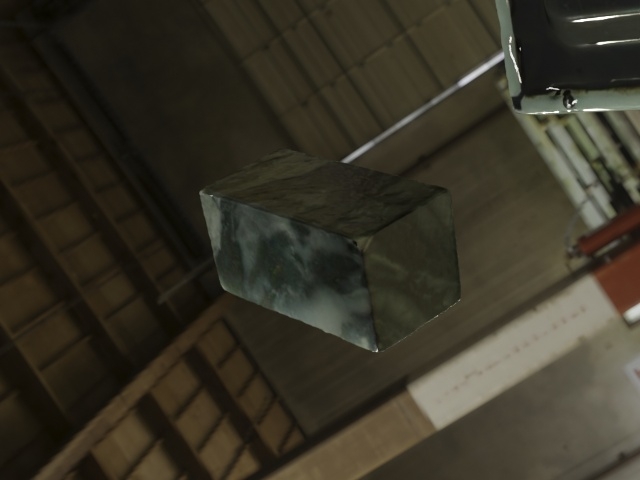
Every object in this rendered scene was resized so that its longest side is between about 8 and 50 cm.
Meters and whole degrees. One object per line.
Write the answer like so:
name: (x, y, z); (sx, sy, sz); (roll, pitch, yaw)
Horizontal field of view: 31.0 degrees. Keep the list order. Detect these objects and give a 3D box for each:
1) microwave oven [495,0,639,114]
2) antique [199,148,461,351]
microwave oven: (0.278, -0.190, 0.495); (0.286, 0.355, 0.218); (-20, -74, -38)
antique: (0.000, 0.000, 0.810); (0.183, 0.088, 0.086); (19, 128, 45)
